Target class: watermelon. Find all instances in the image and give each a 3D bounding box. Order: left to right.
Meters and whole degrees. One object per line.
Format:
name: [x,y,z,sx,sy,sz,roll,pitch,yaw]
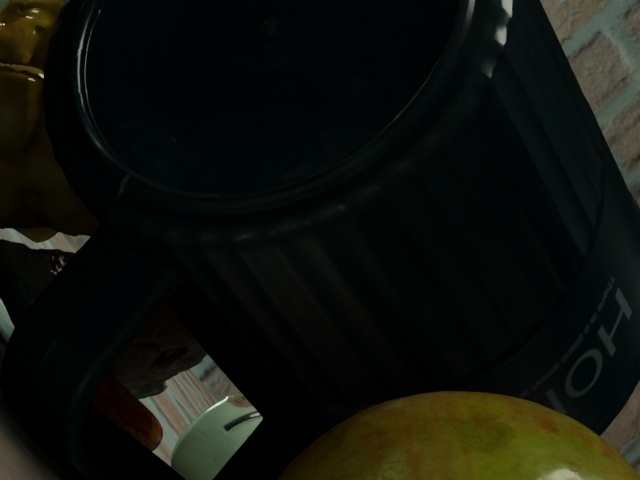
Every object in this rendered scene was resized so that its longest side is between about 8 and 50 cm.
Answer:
watermelon: [-0.111,0.050,1.037,0.187,0.139,0.071,54,22,-63]

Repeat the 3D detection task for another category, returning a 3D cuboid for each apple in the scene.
apple: [0.060,0.160,0.727,0.196,0.196,0.196,49,-4,5]

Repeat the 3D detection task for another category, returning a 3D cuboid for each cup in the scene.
cup: [-0.003,-0.015,0.885,0.292,0.308,0.242,56,10,-55]

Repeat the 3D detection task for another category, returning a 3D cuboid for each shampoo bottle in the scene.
shampoo bottle: [0.002,0.219,1.188,0.262,0.085,0.085,47,-4,31]

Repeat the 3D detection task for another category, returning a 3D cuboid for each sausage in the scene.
sausage: [-0.122,0.093,0.991,0.034,0.034,0.129,46,-6,33]

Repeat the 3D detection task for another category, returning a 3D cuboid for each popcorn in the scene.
popcorn: [-0.168,-0.094,1.007,0.250,0.190,0.250,26,2,-1]

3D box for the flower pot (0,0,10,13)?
flower pot: [-0.202,-0.185,0.780,0.164,0.254,0.367,51,-3,-31]
